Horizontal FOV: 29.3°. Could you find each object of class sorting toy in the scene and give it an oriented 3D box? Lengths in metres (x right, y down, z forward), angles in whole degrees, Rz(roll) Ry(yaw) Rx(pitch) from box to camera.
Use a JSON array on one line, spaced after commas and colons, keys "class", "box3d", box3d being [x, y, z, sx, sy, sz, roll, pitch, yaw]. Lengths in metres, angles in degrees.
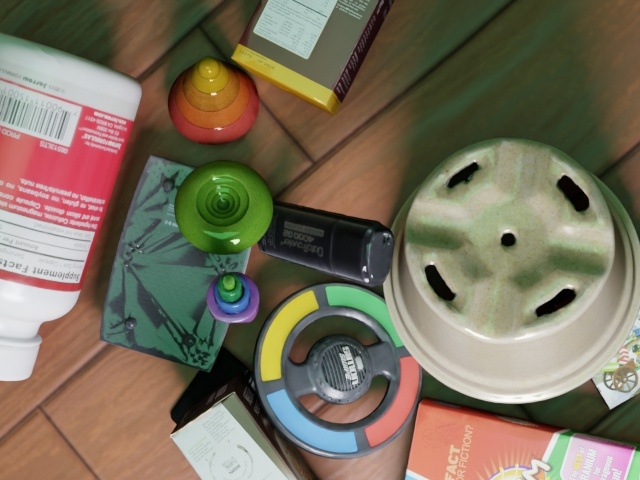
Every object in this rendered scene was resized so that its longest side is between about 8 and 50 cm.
[{"class": "sorting toy", "box3d": [-0.126, -0.082, 1.526, 0.127, 0.126, 0.366, -6, 72, -3]}]

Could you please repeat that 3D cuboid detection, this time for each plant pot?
[{"class": "plant pot", "box3d": [0.221, 0.018, 1.434, 0.333, 0.305, 0.334, -2, 80, 9]}]

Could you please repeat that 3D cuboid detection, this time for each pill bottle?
[{"class": "pill bottle", "box3d": [-0.389, -0.042, 1.545, 0.229, 0.229, 0.408, 18, 93, 3]}]

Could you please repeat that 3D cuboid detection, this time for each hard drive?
[{"class": "hard drive", "box3d": [-0.182, 0.030, 1.618, 0.172, 0.054, 0.255, 15, 91, 4]}]

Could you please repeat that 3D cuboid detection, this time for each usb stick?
[{"class": "usb stick", "box3d": [0.000, 0.000, 1.512, 0.045, 0.278, 0.077, 0, 97, -32]}]

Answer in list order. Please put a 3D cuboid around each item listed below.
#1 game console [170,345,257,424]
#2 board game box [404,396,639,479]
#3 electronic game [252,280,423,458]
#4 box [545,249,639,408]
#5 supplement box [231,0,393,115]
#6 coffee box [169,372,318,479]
[{"class": "game console", "box3d": [-0.120, 0.222, 1.641, 0.107, 0.071, 0.122, 32, 95, -27]}, {"class": "board game box", "box3d": [0.261, 0.353, 1.568, 0.316, 0.064, 0.242, 10, 92, 12]}, {"class": "electronic game", "box3d": [0.024, 0.165, 1.571, 0.229, 0.048, 0.229, 5, 74, -18]}, {"class": "box", "box3d": [0.431, 0.090, 1.581, 0.233, 0.044, 0.159, -31, 89, 4]}, {"class": "supplement box", "box3d": [0.001, -0.275, 1.529, 0.129, 0.191, 0.194, 27, 94, 3]}, {"class": "coffee box", "box3d": [-0.072, 0.302, 1.535, 0.098, 0.141, 0.246, -35, 93, 2]}]
